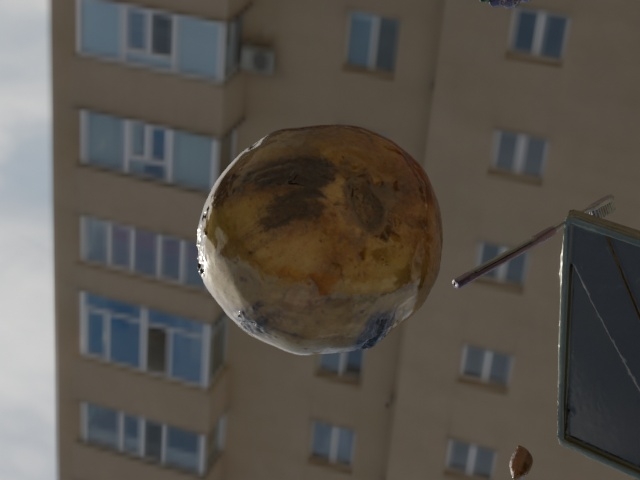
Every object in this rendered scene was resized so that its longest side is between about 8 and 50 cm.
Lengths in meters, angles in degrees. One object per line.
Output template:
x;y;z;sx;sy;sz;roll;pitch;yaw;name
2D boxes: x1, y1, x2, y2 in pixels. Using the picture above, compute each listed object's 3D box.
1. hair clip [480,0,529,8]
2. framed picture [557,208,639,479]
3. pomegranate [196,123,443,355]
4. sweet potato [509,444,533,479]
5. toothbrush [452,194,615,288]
0.261;-0.395;2.028;0.052;0.124;0.195;12;-168;29;hair clip
0.293;0.112;1.263;0.189;0.260;0.023;21;-143;38;framed picture
0.000;0.000;1.841;0.322;0.322;0.322;4;-151;-2;pomegranate
0.296;0.332;2.102;0.034;0.034;0.095;11;-155;10;sweet potato
0.357;0.004;2.328;0.354;0.029;0.024;-26;-170;-27;toothbrush
